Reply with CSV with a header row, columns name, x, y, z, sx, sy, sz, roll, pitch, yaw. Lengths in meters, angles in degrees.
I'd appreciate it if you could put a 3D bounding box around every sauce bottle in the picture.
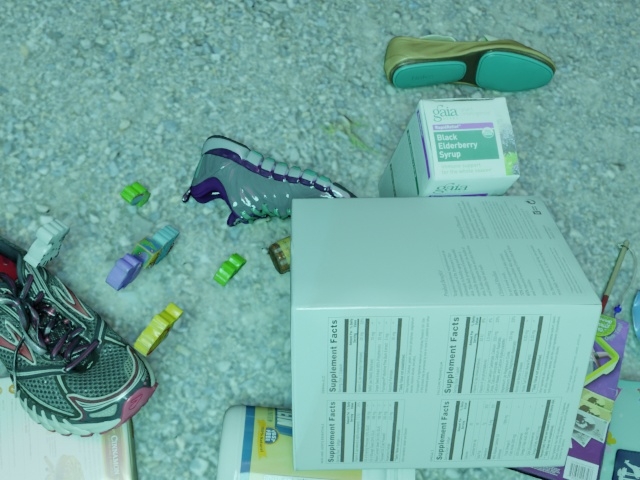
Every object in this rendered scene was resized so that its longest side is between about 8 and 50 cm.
name,x,y,z,sx,sy,sz,roll,pitch,yaw
sauce bottle,0.000,0.000,0.983,0.128,0.042,0.042,-23,77,-17

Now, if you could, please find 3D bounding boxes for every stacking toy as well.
name,x,y,z,sx,sy,sz,roll,pitch,yaw
stacking toy,-0.198,0.022,0.896,0.167,0.052,0.221,37,27,4

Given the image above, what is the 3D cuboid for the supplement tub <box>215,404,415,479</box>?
name,x,y,z,sx,sy,sz,roll,pitch,yaw
supplement tub,-0.010,0.254,0.848,0.200,0.144,0.144,6,72,-5

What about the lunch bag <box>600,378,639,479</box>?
name,x,y,z,sx,sy,sz,roll,pitch,yaw
lunch bag,0.428,0.280,0.883,0.262,0.160,0.223,10,74,24

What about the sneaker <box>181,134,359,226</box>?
name,x,y,z,sx,sy,sz,roll,pitch,yaw
sneaker,-0.056,-0.045,0.975,0.224,0.083,0.098,23,82,15

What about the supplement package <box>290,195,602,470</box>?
name,x,y,z,sx,sy,sz,roll,pitch,yaw
supplement package,0.102,0.087,0.792,0.263,0.198,0.199,-1,31,-2

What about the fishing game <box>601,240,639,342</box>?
name,x,y,z,sx,sy,sz,roll,pitch,yaw
fishing game,0.481,0.109,1.009,0.264,0.041,0.189,26,64,8

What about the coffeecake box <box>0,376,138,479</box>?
name,x,y,z,sx,sy,sz,roll,pitch,yaw
coffeecake box,-0.299,0.219,0.864,0.186,0.068,0.142,-7,72,-9

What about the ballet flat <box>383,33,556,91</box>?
name,x,y,z,sx,sy,sz,roll,pitch,yaw
ballet flat,0.199,-0.247,1.068,0.232,0.080,0.073,0,58,-8

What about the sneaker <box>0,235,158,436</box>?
name,x,y,z,sx,sy,sz,roll,pitch,yaw
sneaker,-0.296,0.092,0.827,0.299,0.112,0.121,29,51,24

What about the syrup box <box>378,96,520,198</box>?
name,x,y,z,sx,sy,sz,roll,pitch,yaw
syrup box,0.138,-0.069,0.918,0.093,0.237,0.096,-4,73,-9

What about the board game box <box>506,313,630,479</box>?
name,x,y,z,sx,sy,sz,roll,pitch,yaw
board game box,0.171,0.143,0.940,0.347,0.056,0.208,18,76,5
